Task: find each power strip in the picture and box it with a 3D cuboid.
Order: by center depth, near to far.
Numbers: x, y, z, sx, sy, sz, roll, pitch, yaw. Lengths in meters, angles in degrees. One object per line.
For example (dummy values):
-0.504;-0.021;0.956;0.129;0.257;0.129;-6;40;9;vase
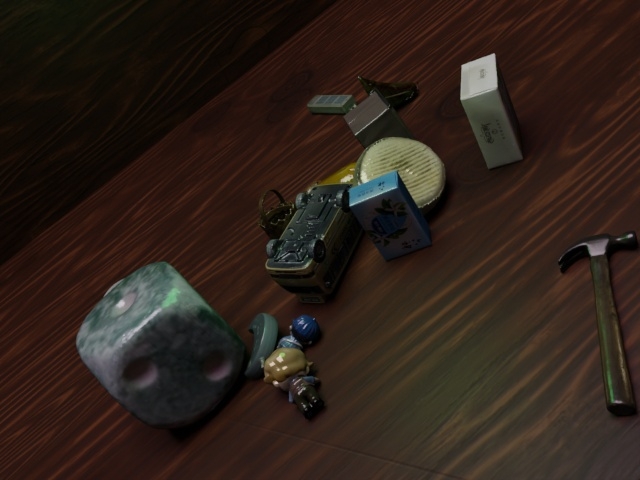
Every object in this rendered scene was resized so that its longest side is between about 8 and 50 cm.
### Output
-0.163;0.283;1.713;0.137;0.044;0.216;-56;21;29;power strip
0.046;-0.575;2.642;0.272;0.052;0.078;15;57;50;power strip

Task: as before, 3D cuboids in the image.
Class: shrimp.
-0.031;-0.153;2.198;0.091;0.043;0.184;-26;27;27;shrimp

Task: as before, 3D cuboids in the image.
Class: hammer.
0.581;0.149;1.264;0.168;0.044;0.440;-15;38;27;hammer

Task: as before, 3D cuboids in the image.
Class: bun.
0.230;-0.171;1.856;0.287;0.146;0.287;1;63;-3;bun

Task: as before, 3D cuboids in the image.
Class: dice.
-0.426;0.288;1.711;0.330;0.348;0.328;-42;31;-11;dice

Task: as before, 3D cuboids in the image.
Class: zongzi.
0.258;-0.583;2.341;0.187;0.184;0.084;-32;29;5;zongzi

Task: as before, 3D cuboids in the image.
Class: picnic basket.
-0.148;-0.087;2.087;0.138;0.178;0.128;-10;40;33;picnic basket

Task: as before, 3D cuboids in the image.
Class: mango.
0.071;-0.163;2.019;0.262;0.130;0.167;-23;4;37;mango

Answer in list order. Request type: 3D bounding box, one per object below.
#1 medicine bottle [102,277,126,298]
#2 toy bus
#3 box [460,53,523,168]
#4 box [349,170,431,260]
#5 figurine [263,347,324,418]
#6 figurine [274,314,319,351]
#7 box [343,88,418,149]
-0.552;0.248;1.974;0.238;0.238;0.232;-47;34;-18;medicine bottle
0.000;0.000;1.832;0.177;0.202;0.365;0;44;34;toy bus
0.492;-0.368;1.797;0.111;0.260;0.194;-13;40;24;box
0.192;-0.063;1.705;0.143;0.232;0.083;-21;36;21;box
-0.059;0.350;1.554;0.114;0.108;0.196;-47;51;0;figurine
-0.069;0.265;1.675;0.086;0.087;0.149;37;72;17;figurine
0.211;-0.324;2.005;0.153;0.252;0.188;-36;31;9;box
